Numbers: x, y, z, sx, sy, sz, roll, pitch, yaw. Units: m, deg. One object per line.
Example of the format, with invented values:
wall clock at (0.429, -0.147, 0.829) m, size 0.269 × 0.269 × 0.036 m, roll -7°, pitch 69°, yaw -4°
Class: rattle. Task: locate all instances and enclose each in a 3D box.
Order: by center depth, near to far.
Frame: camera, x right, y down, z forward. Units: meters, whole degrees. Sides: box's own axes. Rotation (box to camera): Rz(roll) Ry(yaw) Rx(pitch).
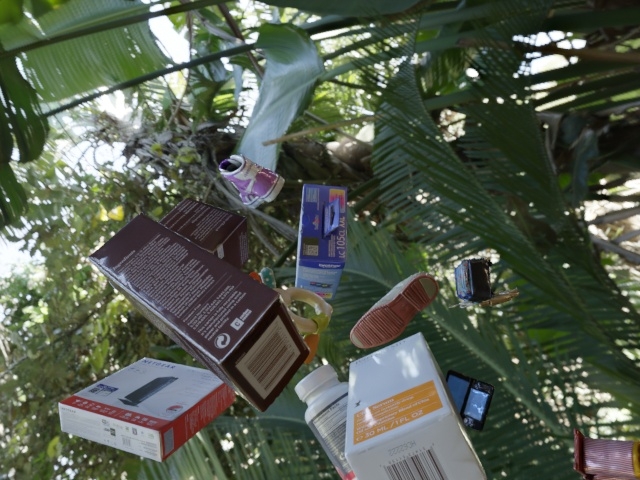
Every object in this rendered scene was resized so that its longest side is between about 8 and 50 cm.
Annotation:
rattle at (-0.082, 0.165, 1.049) m, size 0.143 × 0.199 × 0.130 m, roll 109°, pitch -176°, yaw -47°

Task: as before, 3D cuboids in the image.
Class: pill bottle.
pill bottle at (0.065, 0.524, 1.346) m, size 0.176 × 0.318 × 0.176 m, roll -31°, pitch -24°, yaw -15°

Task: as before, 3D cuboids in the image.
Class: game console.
game console at (0.441, 0.486, 1.426) m, size 0.085 × 0.124 × 0.144 m, roll 29°, pitch -103°, yaw -32°

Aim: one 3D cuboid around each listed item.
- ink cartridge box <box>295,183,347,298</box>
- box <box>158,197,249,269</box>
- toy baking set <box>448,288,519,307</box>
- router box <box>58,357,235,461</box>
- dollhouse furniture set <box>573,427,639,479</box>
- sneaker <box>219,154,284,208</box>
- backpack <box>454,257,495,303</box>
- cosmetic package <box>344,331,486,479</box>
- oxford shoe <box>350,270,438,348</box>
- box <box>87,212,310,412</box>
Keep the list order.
ink cartridge box at (0.000, 0.000, 1.523) m, size 0.395 × 0.151 × 0.270 m, roll 97°, pitch 176°, yaw -64°
box at (-0.332, 0.012, 1.318) m, size 0.167 × 0.203 × 0.168 m, roll -56°, pitch -21°, yaw -44°
toy baking set at (0.646, 0.238, 1.833) m, size 0.256 × 0.197 × 0.030 m, roll -15°, pitch -95°, yaw -12°
router box at (-0.452, 0.433, 1.252) m, size 0.301 × 0.335 × 0.082 m, roll -23°, pitch -66°, yaw -65°
dollhouse furniture set at (0.805, 0.714, 1.233) m, size 0.152 × 0.201 × 0.374 m, roll 42°, pitch -130°, yaw -31°
sneaker at (-0.212, -0.176, 1.317) m, size 0.161 × 0.282 × 0.102 m, roll 29°, pitch -104°, yaw -18°
backpack at (0.555, 0.155, 1.719) m, size 0.173 × 0.116 × 0.158 m, roll 91°, pitch -179°, yaw -72°
cosmetic package at (0.195, 0.395, 1.089) m, size 0.230 × 0.162 × 0.453 m, roll -26°, pitch 4°, yaw 7°
oxford shoe at (0.282, 0.266, 1.789) m, size 0.397 × 0.140 × 0.146 m, roll -38°, pitch 5°, yaw 12°
box at (-0.215, 0.114, 0.821) m, size 0.143 × 0.381 × 0.191 m, roll -49°, pitch -36°, yaw -24°
